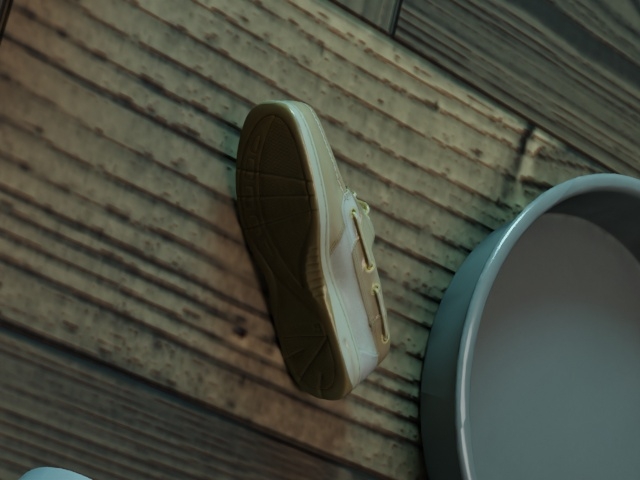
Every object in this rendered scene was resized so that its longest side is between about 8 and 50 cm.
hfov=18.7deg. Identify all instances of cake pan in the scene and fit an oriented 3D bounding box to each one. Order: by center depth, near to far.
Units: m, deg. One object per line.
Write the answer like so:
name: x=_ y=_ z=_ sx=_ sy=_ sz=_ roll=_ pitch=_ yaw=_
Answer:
cake pan: x=0.169 y=0.106 z=1.211 sx=0.293 sy=0.054 sz=0.293 roll=5 pitch=82 yaw=-42

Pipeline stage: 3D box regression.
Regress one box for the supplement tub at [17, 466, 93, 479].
supplement tub: x=-0.152 y=0.209 z=0.846 sx=0.200 sy=0.144 sz=0.144 roll=-45 pitch=115 yaw=-35

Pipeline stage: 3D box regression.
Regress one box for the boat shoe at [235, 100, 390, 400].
boat shoe: x=0.000 y=0.000 z=1.066 sx=0.059 sy=0.063 sz=0.170 roll=-27 pitch=113 yaw=-43
